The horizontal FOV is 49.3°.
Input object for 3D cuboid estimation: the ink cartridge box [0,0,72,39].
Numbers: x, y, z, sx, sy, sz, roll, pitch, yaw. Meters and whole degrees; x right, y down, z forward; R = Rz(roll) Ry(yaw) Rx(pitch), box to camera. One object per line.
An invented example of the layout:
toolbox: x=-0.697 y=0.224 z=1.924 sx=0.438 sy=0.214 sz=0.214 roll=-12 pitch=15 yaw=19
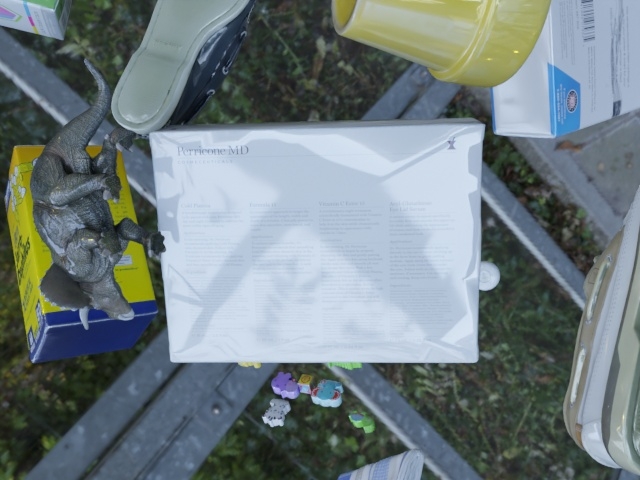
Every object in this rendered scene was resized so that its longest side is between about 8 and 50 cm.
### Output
ink cartridge box: x=-0.387 y=-0.289 z=0.764 sx=0.209 sy=0.062 sz=0.109 roll=12 pitch=175 yaw=-15

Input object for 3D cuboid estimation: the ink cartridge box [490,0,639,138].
ink cartridge box: x=0.551 y=-0.402 z=1.506 sx=0.166 sy=0.395 sz=0.285 roll=14 pitch=118 yaw=52

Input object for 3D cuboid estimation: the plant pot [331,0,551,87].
plant pot: x=0.150 y=-0.351 z=0.957 sx=0.239 sy=0.254 sz=0.254 roll=4 pitch=147 yaw=-14

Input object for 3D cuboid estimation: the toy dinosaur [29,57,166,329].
toy dinosaur: x=-0.271 y=-0.039 z=0.779 sx=0.160 sy=0.121 sz=0.313 roll=-7 pitch=102 yaw=28

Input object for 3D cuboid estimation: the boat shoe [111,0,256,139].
boat shoe: x=-0.171 y=-0.287 z=1.010 sx=0.127 sy=0.340 sz=0.113 roll=21 pitch=170 yaw=16

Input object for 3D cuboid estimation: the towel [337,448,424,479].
towel: x=0.064 y=0.448 z=1.108 sx=0.034 sy=0.209 sz=0.285 roll=28 pitch=147 yaw=-11

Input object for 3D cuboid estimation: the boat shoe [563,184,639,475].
boat shoe: x=0.270 y=0.035 z=0.574 sx=0.113 sy=0.302 sz=0.103 roll=26 pitch=169 yaw=-13

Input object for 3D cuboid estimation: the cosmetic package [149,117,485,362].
cosmetic package: x=0.000 y=0.000 z=0.844 sx=0.377 sy=0.097 sz=0.284 roll=0 pitch=107 yaw=4

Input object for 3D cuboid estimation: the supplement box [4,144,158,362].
supplement box: x=-0.458 y=0.020 z=1.308 sx=0.194 sy=0.195 sz=0.356 roll=-46 pitch=56 yaw=50

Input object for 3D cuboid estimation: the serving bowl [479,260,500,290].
serving bowl: x=0.453 y=0.099 z=1.927 sx=0.083 sy=0.027 sz=0.083 roll=2 pitch=96 yaw=18

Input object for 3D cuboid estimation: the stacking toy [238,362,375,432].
stacking toy: x=-0.023 y=0.253 z=1.175 sx=0.221 sy=0.052 sz=0.167 roll=2 pitch=128 yaw=25
